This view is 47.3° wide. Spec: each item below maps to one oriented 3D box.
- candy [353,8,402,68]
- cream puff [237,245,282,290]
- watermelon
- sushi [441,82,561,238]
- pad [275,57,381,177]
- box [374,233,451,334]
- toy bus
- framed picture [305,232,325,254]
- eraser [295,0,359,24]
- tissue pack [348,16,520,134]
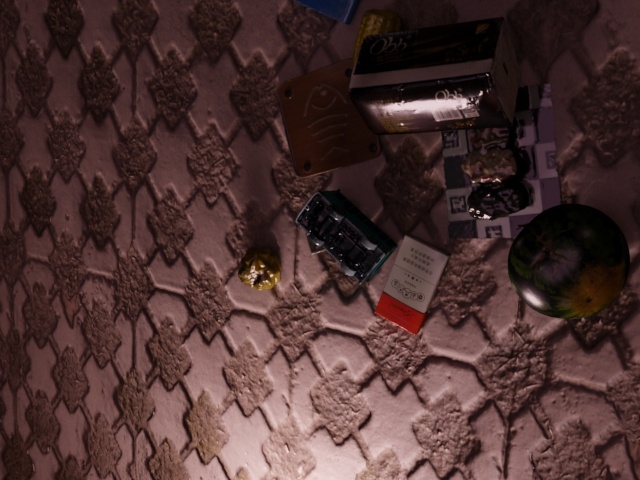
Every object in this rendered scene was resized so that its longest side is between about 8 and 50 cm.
[{"bbox_3d":[0.136,-0.502,1.914,0.106,0.094,0.199,29,118,18],"label":"candy"},{"bbox_3d":[-0.190,0.087,2.193,0.146,0.116,0.146,4,98,27],"label":"cream puff"},{"bbox_3d":[0.562,0.048,1.653,0.268,0.269,0.269,6,101,30],"label":"watermelon"},{"bbox_3d":[0.421,-0.181,1.788,0.296,0.100,0.373,-2,97,31],"label":"sushi"},{"bbox_3d":[0.018,-0.340,2.055,0.286,0.018,0.284,-13,91,30],"label":"pad"},{"bbox_3d":[0.248,0.119,1.980,0.139,0.035,0.245,27,111,24],"label":"box"},{"bbox_3d":[0.072,-0.019,1.998,0.256,0.147,0.128,44,116,12],"label":"toy bus"},{"bbox_3d":[0.000,0.000,2.126,0.089,0.006,0.066,-16,89,32],"label":"framed picture"},{"bbox_3d":[-0.023,-0.712,2.001,0.311,0.042,0.144,31,112,23],"label":"eraser"},{"bbox_3d":[0.278,-0.379,1.747,0.369,0.210,0.198,2,58,30],"label":"tissue pack"}]
